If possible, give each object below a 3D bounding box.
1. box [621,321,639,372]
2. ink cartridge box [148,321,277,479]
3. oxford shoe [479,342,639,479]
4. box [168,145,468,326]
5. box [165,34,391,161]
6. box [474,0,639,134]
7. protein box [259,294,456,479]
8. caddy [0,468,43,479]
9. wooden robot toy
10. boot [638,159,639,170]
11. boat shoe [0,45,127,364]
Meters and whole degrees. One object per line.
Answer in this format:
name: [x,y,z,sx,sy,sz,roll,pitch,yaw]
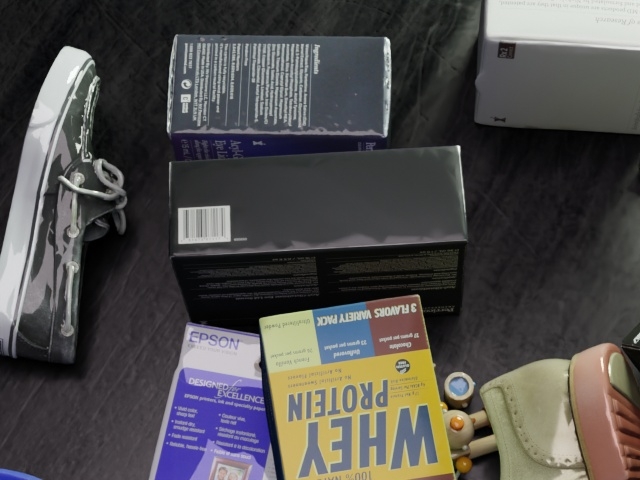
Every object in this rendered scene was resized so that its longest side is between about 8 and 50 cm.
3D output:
box: [0.390,0.099,1.578,0.190,0.045,0.184,-44,109,-14]
ink cartridge box: [-0.044,0.193,1.603,0.206,0.045,0.208,10,69,5]
oxford shoe: [0.226,0.296,1.520,0.146,0.140,0.397,-13,71,25]
box: [0.000,0.000,1.609,0.261,0.184,0.103,-3,65,1]
box: [-0.035,-0.115,1.675,0.207,0.153,0.108,1,67,3]
box: [0.242,-0.195,1.681,0.181,0.181,0.119,4,68,4]
protein box: [0.029,0.179,1.476,0.135,0.201,0.200,-8,69,-4]
caddy: [-0.269,0.356,1.420,0.241,0.179,0.341,6,107,9]
wooden robot toy: [0.127,0.165,1.590,0.076,0.079,0.173,-22,69,-7]
boot: [0.367,-0.035,1.679,0.161,0.083,0.246,35,72,28]
boat shoe: [-0.238,-0.034,1.673,0.104,0.113,0.306,11,71,0]
